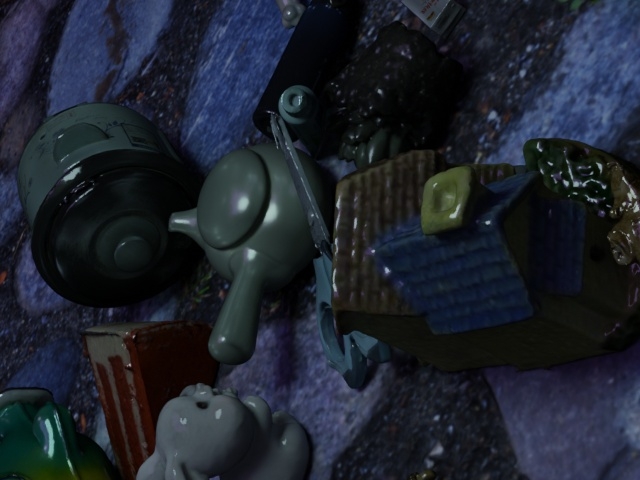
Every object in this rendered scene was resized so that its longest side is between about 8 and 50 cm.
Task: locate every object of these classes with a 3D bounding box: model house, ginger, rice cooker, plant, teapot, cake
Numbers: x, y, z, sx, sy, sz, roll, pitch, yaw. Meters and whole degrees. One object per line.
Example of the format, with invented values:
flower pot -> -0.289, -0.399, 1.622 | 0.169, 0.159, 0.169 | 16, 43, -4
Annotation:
model house -> 0.160, -0.011, 1.416 | 0.321, 0.266, 0.261 | -15, 64, 45
ginger -> 0.350, 0.021, 1.300 | 0.059, 0.133, 0.214 | 102, 164, -65
rice cooker -> -0.313, -0.053, 1.991 | 0.264, 0.316, 0.316 | -22, 42, -10
plant -> 0.085, -0.171, 1.693 | 0.194, 0.132, 0.129 | -58, 37, 2
teapot -> -0.077, 0.001, 1.775 | 0.220, 0.149, 0.318 | -50, 40, 21
cake -> -0.219, 0.229, 1.904 | 0.158, 0.160, 0.262 | -1, 105, 49

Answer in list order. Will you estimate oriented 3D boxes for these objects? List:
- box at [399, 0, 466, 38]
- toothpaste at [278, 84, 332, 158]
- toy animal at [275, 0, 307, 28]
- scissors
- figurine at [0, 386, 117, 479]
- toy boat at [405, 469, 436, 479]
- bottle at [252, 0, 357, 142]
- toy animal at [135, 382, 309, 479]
box -> 0.143, -0.317, 1.779 | 0.050, 0.036, 0.117 | -53, 41, 16
toothpaste -> -0.015, -0.157, 1.729 | 0.048, 0.297, 0.074 | 19, 89, 7
toy animal -> -0.085, -0.454, 2.036 | 0.140, 0.138, 0.282 | -46, 43, 16
scissors -> -0.001, 0.000, 1.649 | 0.360, 0.029, 0.191 | 68, 154, 15
figurine -> -0.375, 0.382, 1.883 | 0.340, 0.231, 0.323 | 48, 134, 41
toy boat -> 0.053, 0.340, 1.494 | 0.226, 0.088, 0.068 | -45, 43, 23
bottle -> -0.017, -0.253, 1.863 | 0.082, 0.072, 0.244 | 116, 178, -64
toy animal -> -0.119, 0.272, 1.658 | 0.127, 0.193, 0.178 | 5, 83, 51
